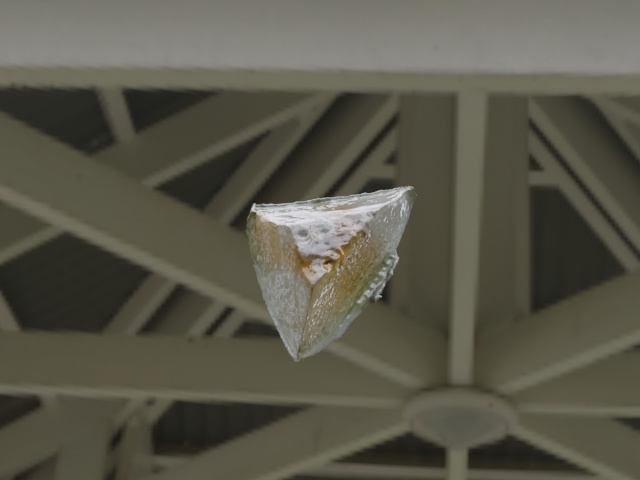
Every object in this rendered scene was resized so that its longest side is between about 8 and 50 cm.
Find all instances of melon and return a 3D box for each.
[{"bbox_3d":[-0.003,0.000,1.287,0.139,0.202,0.093,30,-30,15],"label":"melon"}]
